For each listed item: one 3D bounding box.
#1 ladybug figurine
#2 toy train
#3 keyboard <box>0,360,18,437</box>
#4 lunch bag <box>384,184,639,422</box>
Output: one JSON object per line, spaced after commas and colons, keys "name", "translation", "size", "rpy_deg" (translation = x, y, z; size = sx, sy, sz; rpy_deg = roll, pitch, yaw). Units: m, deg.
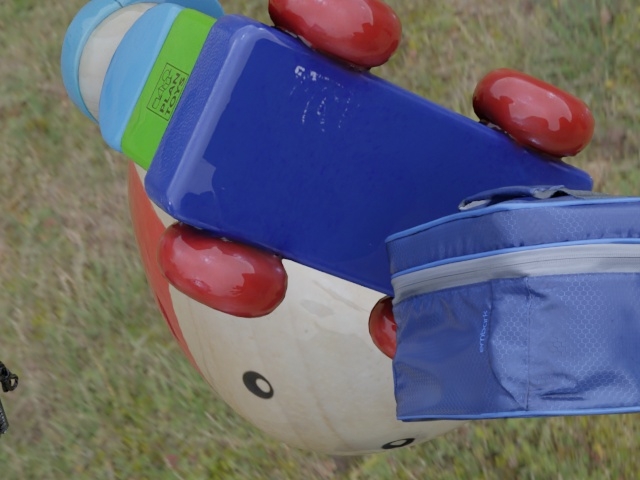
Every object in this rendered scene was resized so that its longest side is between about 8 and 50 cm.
{"name": "ladybug figurine", "translation": [0.000, 0.000, 1.079], "size": [0.305, 0.449, 0.162], "rpy_deg": [25, 110, -14]}
{"name": "toy train", "translation": [0.032, -0.020, 0.577], "size": [0.143, 0.248, 0.105], "rpy_deg": [34, 101, 54]}
{"name": "keyboard", "translation": [-0.358, 0.177, 1.701], "size": [0.023, 0.180, 0.108], "rpy_deg": [31, 65, 11]}
{"name": "lunch bag", "translation": [0.059, 0.017, 0.446], "size": [0.067, 0.098, 0.065], "rpy_deg": [1, 83, -23]}
